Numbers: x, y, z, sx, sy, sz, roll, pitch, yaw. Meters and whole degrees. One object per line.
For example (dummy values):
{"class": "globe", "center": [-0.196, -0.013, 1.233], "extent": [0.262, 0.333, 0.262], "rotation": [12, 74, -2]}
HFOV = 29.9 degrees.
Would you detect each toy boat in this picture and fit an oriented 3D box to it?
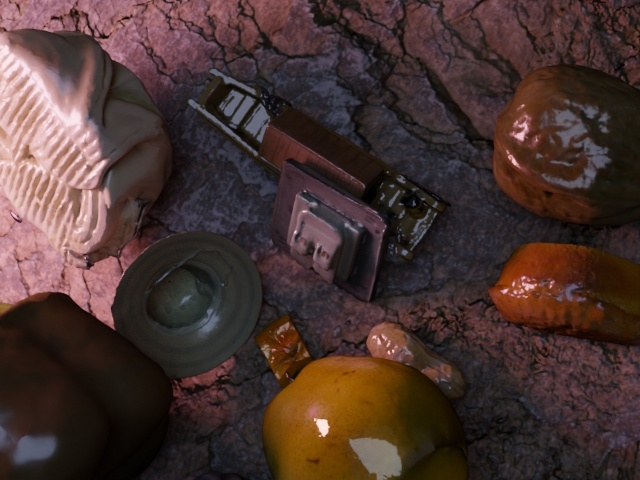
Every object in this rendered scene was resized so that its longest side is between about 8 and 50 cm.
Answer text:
{"class": "toy boat", "center": [-0.014, -0.121, 1.876], "extent": [0.445, 0.162, 0.136], "rotation": [34, 91, 16]}

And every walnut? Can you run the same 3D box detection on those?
{"class": "walnut", "center": [0.388, -0.132, 1.752], "extent": [0.283, 0.227, 0.283], "rotation": [5, 43, -5]}

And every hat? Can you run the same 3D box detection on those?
{"class": "hat", "center": [-0.225, 0.086, 1.904], "extent": [0.252, 0.252, 0.110], "rotation": [-49, 32, 0]}

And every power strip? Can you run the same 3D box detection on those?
{"class": "power strip", "center": [0.000, 0.000, 1.828], "extent": [0.198, 0.213, 0.064], "rotation": [30, 52, 17]}

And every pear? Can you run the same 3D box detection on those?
{"class": "pear", "center": [0.052, 0.301, 1.728], "extent": [0.336, 0.285, 0.285], "rotation": [14, 83, 21]}

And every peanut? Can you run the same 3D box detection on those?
{"class": "peanut", "center": [0.146, 0.186, 1.825], "extent": [0.174, 0.080, 0.080], "rotation": [34, 88, 15]}

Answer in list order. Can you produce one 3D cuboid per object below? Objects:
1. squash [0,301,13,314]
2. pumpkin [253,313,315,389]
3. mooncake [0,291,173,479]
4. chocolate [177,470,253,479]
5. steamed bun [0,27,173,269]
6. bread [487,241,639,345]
{"class": "squash", "center": [-0.512, 0.135, 1.988], "extent": [0.228, 0.066, 0.066], "rotation": [10, 82, 14]}
{"class": "pumpkin", "center": [-0.059, 0.174, 1.896], "extent": [0.073, 0.035, 0.101], "rotation": [-35, 77, 7]}
{"class": "mooncake", "center": [-0.432, 0.309, 1.735], "extent": [0.262, 0.467, 0.467], "rotation": [40, 90, 9]}
{"class": "chocolate", "center": [-0.135, 0.460, 1.755], "extent": [0.303, 0.303, 0.213], "rotation": [32, 59, 16]}
{"class": "steamed bun", "center": [-0.379, -0.166, 1.927], "extent": [0.346, 0.237, 0.394], "rotation": [1, 114, 39]}
{"class": "bread", "center": [0.375, 0.074, 1.769], "extent": [0.260, 0.134, 0.129], "rotation": [10, 81, 14]}
